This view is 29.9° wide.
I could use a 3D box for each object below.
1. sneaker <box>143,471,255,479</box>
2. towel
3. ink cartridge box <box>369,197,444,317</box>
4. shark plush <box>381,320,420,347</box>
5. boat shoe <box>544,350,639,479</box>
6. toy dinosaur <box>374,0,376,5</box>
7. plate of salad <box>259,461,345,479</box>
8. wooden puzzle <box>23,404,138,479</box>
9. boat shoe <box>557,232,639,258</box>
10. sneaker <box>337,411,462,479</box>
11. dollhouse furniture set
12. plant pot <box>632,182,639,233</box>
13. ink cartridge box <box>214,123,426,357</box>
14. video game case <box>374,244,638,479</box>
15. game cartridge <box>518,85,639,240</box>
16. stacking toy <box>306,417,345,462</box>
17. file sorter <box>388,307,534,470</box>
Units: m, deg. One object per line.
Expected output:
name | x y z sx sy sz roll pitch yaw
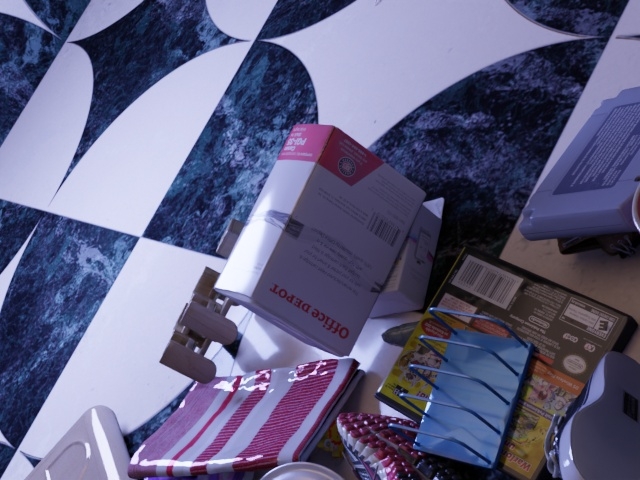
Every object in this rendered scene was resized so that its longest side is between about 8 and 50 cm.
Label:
sneaker | -0.213 0.362 1.907 0.236 0.104 0.095 -14 52 45
towel | -0.115 0.269 1.816 0.329 0.037 0.237 -11 26 35
ink cartridge box | 0.116 0.013 1.855 0.115 0.067 0.198 -15 50 43
shark plush | 0.166 0.129 1.695 0.161 0.067 0.073 -14 50 43
boat shoe | 0.302 0.226 1.324 0.105 0.113 0.306 -56 -1 26
toy dinosaur | 0.166 -0.559 2.303 0.211 0.064 0.112 -30 42 31
plate of salad | -0.016 0.402 1.638 0.200 0.048 0.199 -1 88 26
wooden puzzle | -0.450 0.501 2.097 0.348 0.080 0.322 -44 36 6
boat shoe | 0.392 -0.011 1.566 0.183 0.066 0.066 -8 68 47
sneaker | 0.093 0.318 1.583 0.299 0.121 0.112 -130 49 -63
dollhouse furniture set | -0.134 0.112 1.990 0.242 0.161 0.212 -61 6 12
plant pot | 0.459 -0.010 1.374 0.201 0.180 0.201 -30 42 31
ink cartridge box | 0.000 0.000 1.763 0.117 0.207 0.283 10 70 54
video game case | 0.236 0.159 1.566 0.275 0.035 0.248 26 81 41
game cartridge | 0.403 -0.108 1.561 0.196 0.060 0.294 -11 31 51
stacking toy | -0.055 0.367 1.762 0.167 0.052 0.221 -9 54 46
file sorter | 0.174 0.181 1.502 0.118 0.104 0.170 8 69 37
